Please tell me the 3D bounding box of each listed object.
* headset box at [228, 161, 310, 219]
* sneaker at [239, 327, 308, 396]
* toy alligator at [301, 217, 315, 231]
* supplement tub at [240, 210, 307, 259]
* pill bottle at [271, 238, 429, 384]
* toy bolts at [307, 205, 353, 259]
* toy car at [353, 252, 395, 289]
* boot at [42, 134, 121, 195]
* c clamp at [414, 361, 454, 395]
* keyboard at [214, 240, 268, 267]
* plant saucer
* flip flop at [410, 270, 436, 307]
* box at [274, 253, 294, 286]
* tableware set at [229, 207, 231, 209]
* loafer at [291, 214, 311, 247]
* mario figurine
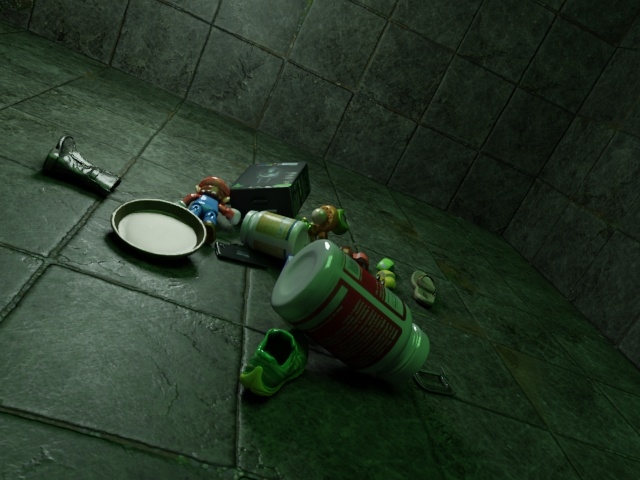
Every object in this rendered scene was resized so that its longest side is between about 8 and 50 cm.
[{"bbox_3d":[-0.192,-0.188,2.137,0.247,0.131,0.283,0,28,15],"label":"headset box"},{"bbox_3d":[-0.084,0.267,1.321,0.110,0.123,0.295,30,16,9],"label":"sneaker"},{"bbox_3d":[-0.083,-0.066,2.335,0.190,0.056,0.051,34,-20,19],"label":"toy alligator"},{"bbox_3d":[-0.161,-0.019,1.924,0.200,0.144,0.144,17,16,14],"label":"supplement tub"},{"bbox_3d":[0.089,0.200,1.466,0.408,0.229,0.229,40,13,-21],"label":"pill bottle"},{"bbox_3d":[0.000,0.000,2.101,0.159,0.218,0.228,11,57,-49],"label":"toy bolts"},{"bbox_3d":[0.247,0.107,2.299,0.239,0.053,0.225,35,21,24],"label":"toy car"},{"bbox_3d":[-0.776,-0.239,1.855,0.229,0.091,0.263,25,22,-21],"label":"boot"},{"bbox_3d":[0.331,0.409,1.662,0.161,0.022,0.137,16,26,-33],"label":"c clamp"},{"bbox_3d":[-0.263,0.044,1.846,0.180,0.023,0.108,17,27,-28],"label":"keyboard"},{"bbox_3d":[-0.477,-0.031,1.653,0.278,0.041,0.277,17,33,-11],"label":"plant saucer"},{"bbox_3d":[0.431,0.186,2.289,0.112,0.080,0.277,27,19,2],"label":"flip flop"},{"bbox_3d":[-0.085,0.131,1.685,0.072,0.126,0.137,20,19,-13],"label":"box"},{"bbox_3d":[-0.344,-0.165,2.250,0.194,0.039,0.128,28,24,7],"label":"tableware set"},{"bbox_3d":[-0.114,-0.045,2.106,0.112,0.111,0.319,-14,30,-16],"label":"loafer"},{"bbox_3d":[-0.397,-0.089,1.936,0.198,0.170,0.320,58,19,-24],"label":"mario figurine"}]
